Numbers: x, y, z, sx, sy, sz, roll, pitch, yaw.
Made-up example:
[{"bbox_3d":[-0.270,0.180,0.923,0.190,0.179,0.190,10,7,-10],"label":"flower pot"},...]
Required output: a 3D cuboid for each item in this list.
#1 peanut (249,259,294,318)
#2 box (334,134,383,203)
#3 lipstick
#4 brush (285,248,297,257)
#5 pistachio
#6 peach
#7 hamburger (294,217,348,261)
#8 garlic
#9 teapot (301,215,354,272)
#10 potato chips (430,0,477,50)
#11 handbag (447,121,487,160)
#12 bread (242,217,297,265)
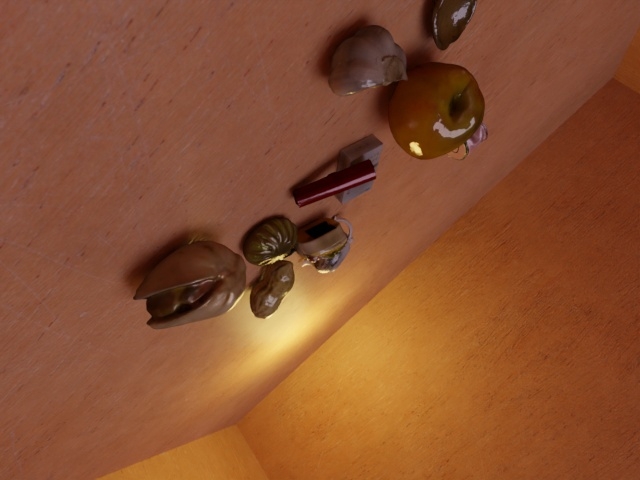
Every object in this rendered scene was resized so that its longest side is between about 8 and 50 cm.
[{"bbox_3d":[-0.196,0.197,1.670,0.147,0.147,0.305,-4,136,-55],"label":"peanut"},{"bbox_3d":[0.131,-0.249,1.462,0.149,0.067,0.233,-28,153,-22],"label":"box"},{"bbox_3d":[0.043,-0.185,1.342,0.280,0.073,0.073,-22,156,0],"label":"lipstick"},{"bbox_3d":[-0.125,0.046,1.584,0.034,0.027,0.190,-39,-178,-14],"label":"brush"},{"bbox_3d":[-0.368,0.129,1.179,0.321,0.229,0.238,-26,-172,-13],"label":"pistachio"},{"bbox_3d":[0.344,-0.399,1.287,0.289,0.289,0.308,-37,-165,-9],"label":"peach"},{"bbox_3d":[0.000,0.000,1.581,0.210,0.173,0.116,-30,130,-26],"label":"hamburger"},{"bbox_3d":[0.108,-0.443,1.005,0.229,0.178,0.143,-46,132,-36],"label":"garlic"},{"bbox_3d":[0.044,0.034,1.755,0.298,0.139,0.204,-53,-179,20],"label":"teapot"},{"bbox_3d":[0.357,-0.638,1.121,0.208,0.062,0.195,-2,130,-54],"label":"potato chips"},{"bbox_3d":[0.582,-0.436,1.695,0.116,0.179,0.205,-47,159,-4],"label":"handbag"},{"bbox_3d":[-0.166,0.010,1.424,0.213,0.105,0.213,-33,153,-19],"label":"bread"}]
